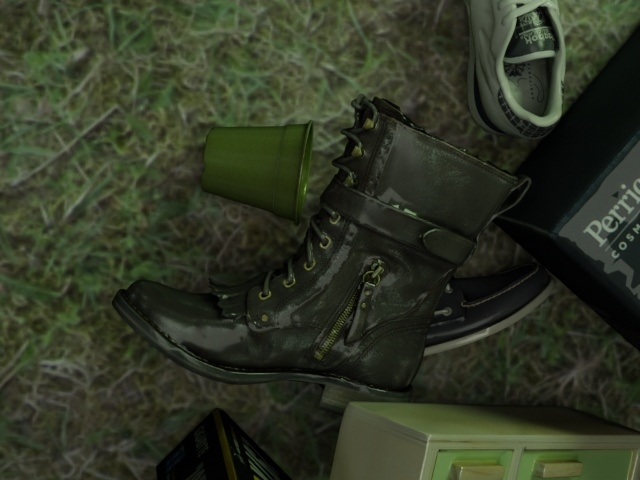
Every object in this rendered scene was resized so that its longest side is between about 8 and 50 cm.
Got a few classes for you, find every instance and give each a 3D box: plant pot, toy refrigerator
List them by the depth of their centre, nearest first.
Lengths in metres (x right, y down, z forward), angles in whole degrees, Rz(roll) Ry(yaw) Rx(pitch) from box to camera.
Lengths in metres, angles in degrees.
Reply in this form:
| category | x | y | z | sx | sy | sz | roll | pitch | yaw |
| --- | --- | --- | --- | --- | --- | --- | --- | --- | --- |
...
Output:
| category | x | y | z | sx | sy | sz | roll | pitch | yaw |
| --- | --- | --- | --- | --- | --- | --- | --- | --- | --- |
| toy refrigerator | 0.133 | 0.184 | 1.160 | 0.269 | 0.094 | 0.102 | 8 | 96 | -44 |
| plant pot | -0.050 | -0.057 | 1.193 | 0.079 | 0.083 | 0.083 | 8 | 95 | 4 |

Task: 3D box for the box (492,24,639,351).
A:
| category | x | y | z | sx | sy | sz | roll | pitch | yaw |
| --- | --- | --- | --- | --- | --- | --- | --- | --- | --- |
| box | 0.381 | 0.001 | 1.188 | 0.395 | 0.212 | 0.293 | 40 | 90 | -9 |

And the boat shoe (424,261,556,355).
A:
| category | x | y | z | sx | sy | sz | roll | pitch | yaw |
| --- | --- | --- | --- | --- | --- | --- | --- | --- | --- |
| boat shoe | 0.085 | 0.052 | 1.220 | 0.206 | 0.075 | 0.065 | -21 | 101 | -1 |

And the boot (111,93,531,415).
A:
| category | x | y | z | sx | sy | sz | roll | pitch | yaw |
| --- | --- | --- | --- | --- | --- | --- | --- | --- | --- |
| boot | 0.000 | 0.000 | 1.135 | 0.263 | 0.091 | 0.229 | 18 | 101 | -15 |

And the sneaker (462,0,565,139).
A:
| category | x | y | z | sx | sy | sz | roll | pitch | yaw |
| --- | --- | --- | --- | --- | --- | --- | --- | --- | --- |
| sneaker | 0.151 | -0.196 | 1.194 | 0.090 | 0.095 | 0.235 | -12 | 96 | -5 |

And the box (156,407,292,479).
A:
| category | x | y | z | sx | sy | sz | roll | pitch | yaw |
| --- | --- | --- | --- | --- | --- | --- | --- | --- | --- |
| box | -0.003 | 0.264 | 1.103 | 0.079 | 0.322 | 0.257 | -45 | 99 | 0 |
